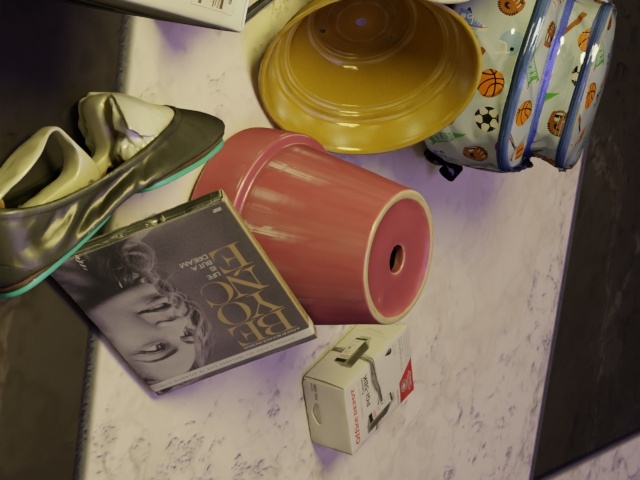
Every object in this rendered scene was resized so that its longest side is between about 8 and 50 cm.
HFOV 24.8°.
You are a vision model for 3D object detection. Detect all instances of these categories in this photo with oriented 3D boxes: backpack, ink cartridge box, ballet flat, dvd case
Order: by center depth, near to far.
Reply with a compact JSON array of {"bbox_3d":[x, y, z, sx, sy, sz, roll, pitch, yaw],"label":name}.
[{"bbox_3d":[-0.181,-0.061,1.183,0.280,0.095,0.096,-42,123,-41],"label":"ballet flat"},{"bbox_3d":[-0.116,0.053,1.278,0.221,0.165,0.018,58,15,-49],"label":"dvd case"},{"bbox_3d":[0.203,-0.185,1.576,0.263,0.213,0.276,-9,109,-68],"label":"backpack"},{"bbox_3d":[0.045,0.161,1.639,0.135,0.056,0.099,-42,135,-42],"label":"ink cartridge box"}]

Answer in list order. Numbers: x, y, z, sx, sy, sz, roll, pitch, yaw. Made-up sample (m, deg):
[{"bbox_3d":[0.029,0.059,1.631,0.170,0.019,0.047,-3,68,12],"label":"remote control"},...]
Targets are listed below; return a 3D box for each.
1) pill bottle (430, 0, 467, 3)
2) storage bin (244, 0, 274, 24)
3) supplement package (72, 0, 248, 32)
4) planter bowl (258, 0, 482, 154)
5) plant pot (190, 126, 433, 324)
[{"bbox_3d":[0.161,-0.323,1.387,0.278,0.162,0.162,-46,138,-56],"label":"pill bottle"},{"bbox_3d":[-0.094,-0.283,1.232,0.122,0.084,0.180,-45,137,-39],"label":"storage bin"},{"bbox_3d":[-0.185,-0.269,0.990,0.263,0.199,0.198,4,99,-57],"label":"supplement package"},{"bbox_3d":[0.044,-0.189,1.429,0.217,0.217,0.090,61,17,-47],"label":"planter bowl"},{"bbox_3d":[0.000,0.000,1.389,0.201,0.180,0.201,-23,118,-53],"label":"plant pot"}]
